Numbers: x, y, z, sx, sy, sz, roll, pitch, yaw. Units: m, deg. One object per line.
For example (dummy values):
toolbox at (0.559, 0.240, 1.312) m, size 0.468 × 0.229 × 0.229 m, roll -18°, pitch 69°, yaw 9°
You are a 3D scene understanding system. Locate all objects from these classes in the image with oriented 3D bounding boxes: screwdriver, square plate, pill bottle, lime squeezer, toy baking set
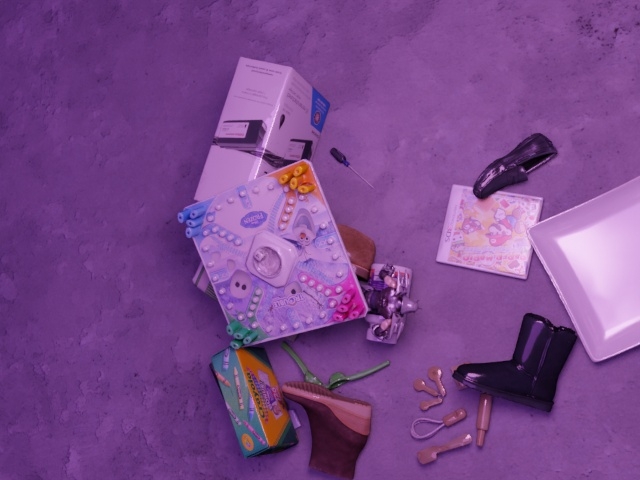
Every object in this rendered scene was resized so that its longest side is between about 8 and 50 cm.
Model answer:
screwdriver at (0.087, -0.199, 1.736) m, size 0.024 × 0.025 × 0.170 m, roll -48°, pitch 67°, yaw 9°
square plate at (0.705, 0.053, 1.432) m, size 0.347 × 0.049 × 0.343 m, roll -27°, pitch 73°, yaw 15°
pill bottle at (0.169, 0.160, 1.599) m, size 0.108 × 0.108 × 0.193 m, roll 6°, pitch 83°, yaw 23°
lime squeezer at (0.027, 0.348, 1.666) m, size 0.311 × 0.058 × 0.109 m, roll 5°, pitch 53°, yaw 24°
toy baking set at (0.319, 0.423, 1.542) m, size 0.197 × 0.030 × 0.256 m, roll 0°, pitch 75°, yaw 28°

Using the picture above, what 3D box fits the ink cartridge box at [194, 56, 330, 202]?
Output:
ink cartridge box at (-0.147, -0.244, 1.694) m, size 0.166 × 0.285 × 0.394 m, roll 18°, pitch 89°, yaw 22°

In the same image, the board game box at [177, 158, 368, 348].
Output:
board game box at (-0.126, 0.050, 1.511) m, size 0.390 × 0.050 × 0.389 m, roll -18°, pitch 97°, yaw 28°

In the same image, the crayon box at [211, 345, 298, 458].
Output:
crayon box at (-0.172, 0.418, 1.651) m, size 0.081 × 0.165 × 0.278 m, roll -30°, pitch 67°, yaw 16°

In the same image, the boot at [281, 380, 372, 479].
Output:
boot at (-0.003, 0.483, 1.598) m, size 0.249 × 0.090 × 0.206 m, roll 17°, pitch 96°, yaw 4°

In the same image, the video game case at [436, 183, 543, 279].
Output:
video game case at (0.420, -0.025, 1.573) m, size 0.227 × 0.026 × 0.206 m, roll 12°, pitch 86°, yaw 23°

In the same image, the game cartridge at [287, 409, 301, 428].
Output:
game cartridge at (-0.096, 0.493, 1.703) m, size 0.083 × 0.017 × 0.056 m, roll -32°, pitch 68°, yaw 14°

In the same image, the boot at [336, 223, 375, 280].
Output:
boot at (0.000, 0.000, 1.664) m, size 0.306 × 0.112 × 0.115 m, roll 22°, pitch 80°, yaw -5°

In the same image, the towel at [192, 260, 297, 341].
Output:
towel at (-0.165, 0.103, 1.685) m, size 0.325 × 0.038 × 0.247 m, roll 28°, pitch 114°, yaw -1°

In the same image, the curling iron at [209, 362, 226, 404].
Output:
curling iron at (-0.233, 0.455, 1.753) m, size 0.068 × 0.035 × 0.274 m, roll -40°, pitch 70°, yaw 7°

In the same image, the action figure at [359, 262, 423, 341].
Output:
action figure at (0.118, 0.140, 1.517) m, size 0.285 × 0.099 × 0.185 m, roll 6°, pitch 77°, yaw 34°

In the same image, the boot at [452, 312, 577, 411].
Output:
boot at (0.449, 0.263, 1.458) m, size 0.247 × 0.094 × 0.207 m, roll 16°, pitch 90°, yaw 3°

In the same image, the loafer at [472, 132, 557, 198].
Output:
loafer at (0.473, -0.173, 1.535) m, size 0.223 × 0.076 × 0.078 m, roll -37°, pitch 57°, yaw 2°
